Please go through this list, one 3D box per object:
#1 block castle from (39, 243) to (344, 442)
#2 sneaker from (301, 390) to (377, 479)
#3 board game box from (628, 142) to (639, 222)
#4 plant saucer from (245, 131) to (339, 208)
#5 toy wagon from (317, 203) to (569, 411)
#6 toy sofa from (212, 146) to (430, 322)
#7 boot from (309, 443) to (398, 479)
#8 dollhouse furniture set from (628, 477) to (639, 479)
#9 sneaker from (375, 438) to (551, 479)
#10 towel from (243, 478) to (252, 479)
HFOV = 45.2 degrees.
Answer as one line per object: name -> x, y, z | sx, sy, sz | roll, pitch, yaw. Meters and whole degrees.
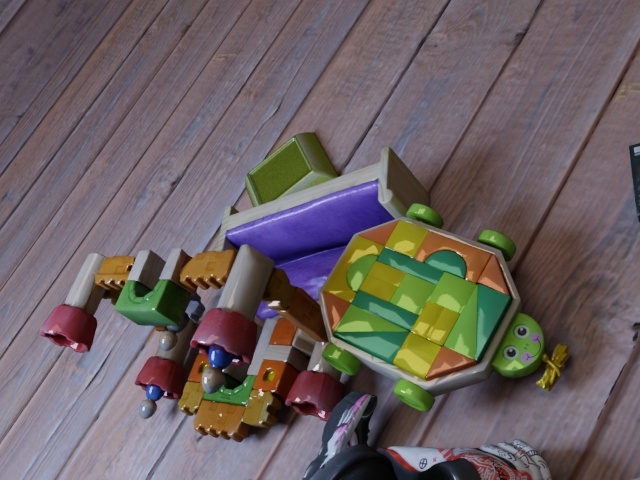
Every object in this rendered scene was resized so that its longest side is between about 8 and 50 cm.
block castle -> -0.197, 0.171, 1.214 | 0.453, 0.303, 0.213 | -3, 58, 39
sneaker -> 0.040, 0.300, 1.086 | 0.178, 0.077, 0.072 | -62, 18, -3
board game box -> 0.517, -0.098, 1.032 | 0.186, 0.026, 0.126 | -14, 51, 32
plant saucer -> -0.071, -0.124, 1.531 | 0.188, 0.045, 0.188 | -37, 42, 11
toy wagon -> 0.168, 0.096, 1.051 | 0.344, 0.068, 0.267 | 22, 71, 30
toy sofa -> 0.000, 0.000, 1.297 | 0.362, 0.150, 0.177 | -17, 48, 30
boot -> 0.105, 0.458, 0.721 | 0.445, 0.146, 0.367 | 24, 86, 47
dollhouse furniture set -> 0.418, 0.244, 0.827 | 0.181, 0.101, 0.161 | -25, 21, 24
sneaker -> 0.173, 0.301, 0.968 | 0.270, 0.144, 0.090 | 146, 120, -67
towel -> -0.189, 0.507, 1.150 | 0.198, 0.031, 0.275 | -18, 48, 29
